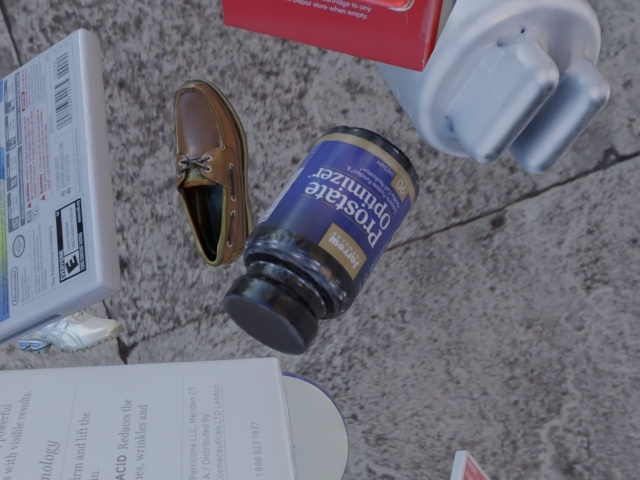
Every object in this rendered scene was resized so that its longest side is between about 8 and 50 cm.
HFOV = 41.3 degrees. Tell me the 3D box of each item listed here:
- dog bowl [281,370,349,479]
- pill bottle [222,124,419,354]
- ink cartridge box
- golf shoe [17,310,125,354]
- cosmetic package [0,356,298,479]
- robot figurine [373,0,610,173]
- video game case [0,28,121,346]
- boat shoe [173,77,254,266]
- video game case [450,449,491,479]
[{"bbox_3d":[-0.080,0.373,1.558,0.265,0.104,0.265,0,83,-3],"label":"dog bowl"},{"bbox_3d":[0.000,0.000,0.850,0.123,0.123,0.219,34,63,-2],"label":"pill bottle"},{"bbox_3d":[0.023,-0.188,0.531,0.134,0.078,0.231,16,50,13],"label":"ink cartridge box"},{"bbox_3d":[-0.380,0.121,1.271,0.176,0.069,0.086,-5,103,15],"label":"golf shoe"},{"bbox_3d":[-0.203,0.191,0.428,0.385,0.156,0.217,-4,122,-8],"label":"cosmetic package"},{"bbox_3d":[0.145,-0.227,0.875,0.300,0.200,0.353,10,41,-37],"label":"robot figurine"},{"bbox_3d":[-0.358,-0.042,0.971,0.300,0.036,0.329,-24,62,24],"label":"video game case"},{"bbox_3d":[-0.178,-0.110,1.379,0.110,0.104,0.307,-11,99,23],"label":"boat shoe"},{"bbox_3d":[0.262,0.535,1.452,0.204,0.025,0.285,52,40,-29],"label":"video game case"}]
